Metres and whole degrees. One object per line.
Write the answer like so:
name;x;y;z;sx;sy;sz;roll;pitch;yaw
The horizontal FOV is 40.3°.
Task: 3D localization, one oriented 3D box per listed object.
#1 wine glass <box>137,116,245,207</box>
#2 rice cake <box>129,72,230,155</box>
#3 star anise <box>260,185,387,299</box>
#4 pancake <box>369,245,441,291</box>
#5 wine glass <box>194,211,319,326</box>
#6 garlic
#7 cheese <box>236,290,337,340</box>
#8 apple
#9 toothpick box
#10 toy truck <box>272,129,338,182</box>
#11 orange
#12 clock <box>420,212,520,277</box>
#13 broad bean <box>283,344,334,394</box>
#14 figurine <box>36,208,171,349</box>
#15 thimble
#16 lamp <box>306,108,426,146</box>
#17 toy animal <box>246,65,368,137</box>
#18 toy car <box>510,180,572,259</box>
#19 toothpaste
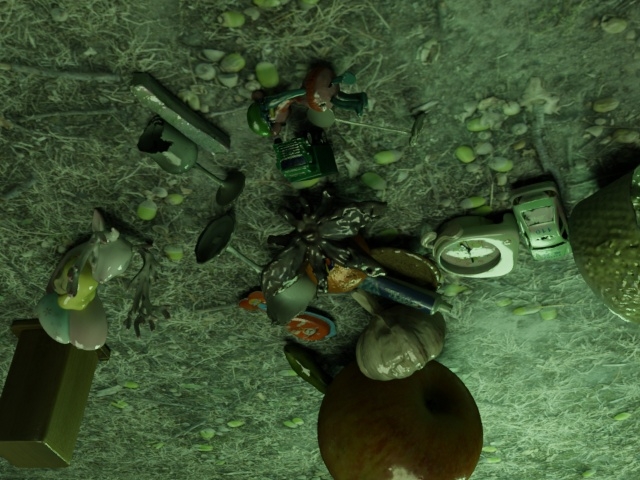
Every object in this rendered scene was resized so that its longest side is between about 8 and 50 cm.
wine glass;-0.226;-0.138;1.539;0.079;0.079;0.195;-27;136;33
rice cake;-0.234;-0.210;1.471;0.034;0.043;0.211;-31;132;27
star anise;0.005;-0.001;1.612;0.257;0.198;0.110;-8;177;16
pancake;0.159;0.064;1.798;0.199;0.021;0.199;16;153;9
wine glass;-0.129;0.052;1.743;0.156;0.156;0.232;-28;129;34
garlic;0.149;0.185;1.894;0.218;0.218;0.212;-30;99;36
cheese;-0.070;0.174;1.983;0.256;0.037;0.106;26;136;-30
apple;0.192;0.440;2.052;0.400;0.400;0.333;28;112;-30
toothpick box;-0.637;0.356;2.035;0.190;0.308;0.187;-4;143;11
toy truck;-0.027;-0.143;1.480;0.065;0.079;0.147;-13;-179;19
orange;0.036;0.037;1.721;0.135;0.136;0.117;-22;170;29
clock;0.294;0.011;1.723;0.191;0.062;0.151;-2;144;6
broad bean;0.001;0.343;2.174;0.067;0.075;0.325;-20;137;25
figurine;-0.427;0.096;1.721;0.206;0.284;0.316;19;128;-24
thimble;0.580;0.004;1.535;0.270;0.271;0.150;24;142;-26
lamp;0.077;-0.206;1.479;0.198;0.056;0.050;13;144;4
toy animal;-0.029;-0.223;1.396;0.208;0.100;0.103;-5;-177;30
toy car;0.425;-0.025;1.658;0.090;0.076;0.224;-14;140;18
toothpaste;0.144;0.096;1.797;0.268;0.047;0.069;21;168;8
